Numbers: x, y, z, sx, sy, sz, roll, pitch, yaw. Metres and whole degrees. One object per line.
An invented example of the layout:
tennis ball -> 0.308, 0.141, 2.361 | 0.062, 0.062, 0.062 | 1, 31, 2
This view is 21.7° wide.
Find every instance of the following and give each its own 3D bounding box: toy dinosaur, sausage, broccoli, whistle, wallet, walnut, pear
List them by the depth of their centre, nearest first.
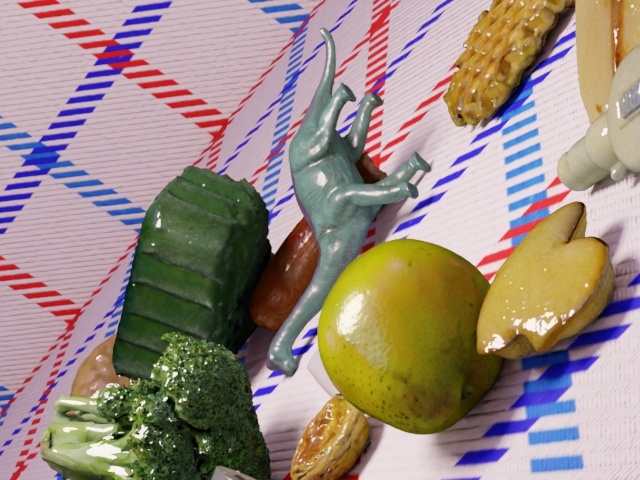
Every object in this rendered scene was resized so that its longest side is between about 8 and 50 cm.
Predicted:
whistle -> 0.296, -0.110, 1.601 | 0.258, 0.067, 0.126 | 133, 139, -66
pear -> 0.095, 0.100, 1.645 | 0.187, 0.187, 0.219 | -53, 27, 11
wallet -> 0.032, 0.145, 2.037 | 0.095, 0.033, 0.190 | -54, 14, 1
broccoli -> -0.192, 0.250, 2.050 | 0.308, 0.275, 0.307 | 9, -90, -82
toy dinosaur -> -0.026, -0.052, 2.301 | 0.331, 0.129, 0.383 | -42, 57, 20
sausage -> -0.001, -0.001, 2.395 | 0.302, 0.076, 0.103 | -52, 14, 16
walnut -> -0.292, 0.257, 2.557 | 0.198, 0.198, 0.245 | -36, 28, 55

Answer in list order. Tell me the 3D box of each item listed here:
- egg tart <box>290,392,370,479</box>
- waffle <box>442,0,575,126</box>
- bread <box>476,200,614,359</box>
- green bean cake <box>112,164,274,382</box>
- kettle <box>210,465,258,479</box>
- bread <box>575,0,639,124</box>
egg tart -> 0.015, 0.227, 1.862 | 0.130, 0.052, 0.130 | -51, 13, 17
waffle -> 0.244, -0.257, 2.211 | 0.245, 0.052, 0.254 | -55, 14, 8
bread -> 0.226, 0.041, 1.560 | 0.149, 0.065, 0.187 | -26, 28, 45
green bean cake -> -0.167, 0.042, 2.457 | 0.300, 0.169, 0.308 | -57, -16, -59
kettle -> -0.087, 0.372, 1.720 | 0.243, 0.160, 0.210 | -63, -5, -2
bread -> 0.360, -0.198, 1.713 | 0.240, 0.135, 0.178 | -172, 82, -74
